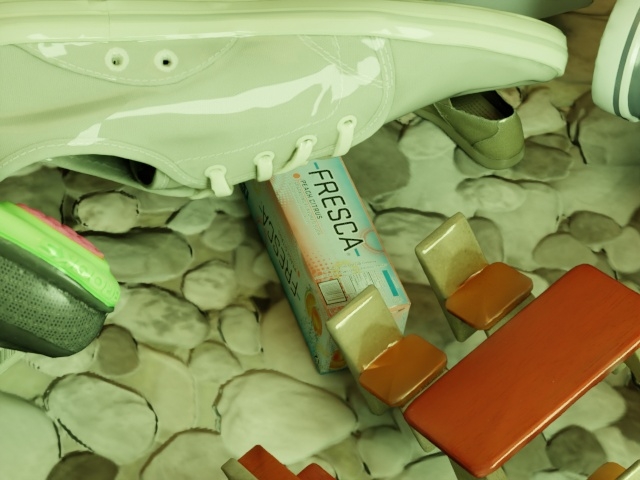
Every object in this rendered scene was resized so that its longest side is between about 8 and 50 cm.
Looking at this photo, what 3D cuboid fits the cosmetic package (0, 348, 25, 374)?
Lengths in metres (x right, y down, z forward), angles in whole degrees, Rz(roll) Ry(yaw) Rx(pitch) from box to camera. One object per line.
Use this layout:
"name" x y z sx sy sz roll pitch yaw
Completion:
"cosmetic package" -0.245 0.043 1.210 0.115 0.041 0.060 33 52 18

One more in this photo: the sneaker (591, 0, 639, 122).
"sneaker" 0.316 -0.153 1.377 0.127 0.126 0.321 24 30 27

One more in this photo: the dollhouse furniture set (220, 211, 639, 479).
"dollhouse furniture set" 0.085 0.107 1.089 0.259 0.135 0.262 -39 38 -14

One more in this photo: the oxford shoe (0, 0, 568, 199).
"oxford shoe" -0.046 -0.094 1.235 0.449 0.169 0.130 -5 89 -23

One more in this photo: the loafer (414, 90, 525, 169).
"loafer" 0.098 -0.113 1.404 0.148 0.050 0.056 39 53 22

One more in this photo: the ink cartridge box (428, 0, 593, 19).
"ink cartridge box" 0.065 -0.291 1.465 0.211 0.121 0.289 -18 53 -28

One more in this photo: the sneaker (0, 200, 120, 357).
"sneaker" -0.355 0.056 1.102 0.482 0.185 0.202 -3 82 0

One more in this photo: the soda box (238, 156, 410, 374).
"soda box" 0.000 0.000 1.277 0.058 0.063 0.183 -10 51 -18
